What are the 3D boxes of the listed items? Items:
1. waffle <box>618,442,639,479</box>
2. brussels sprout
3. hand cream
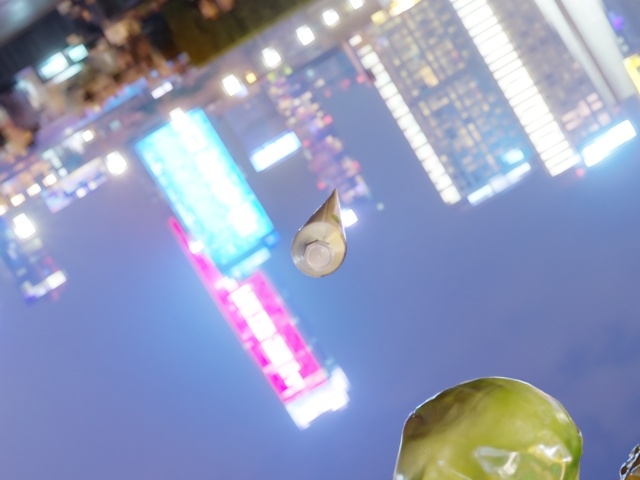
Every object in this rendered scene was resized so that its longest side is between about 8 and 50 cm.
[{"bbox_3d":[0.512,0.256,1.959,0.281,0.058,0.301,-45,174,-16],"label":"waffle"},{"bbox_3d":[0.234,0.317,1.910,0.227,0.294,0.259,127,-19,-74],"label":"brussels sprout"},{"bbox_3d":[0.000,0.000,1.404,0.142,0.053,0.084,-81,-163,-78],"label":"hand cream"}]
